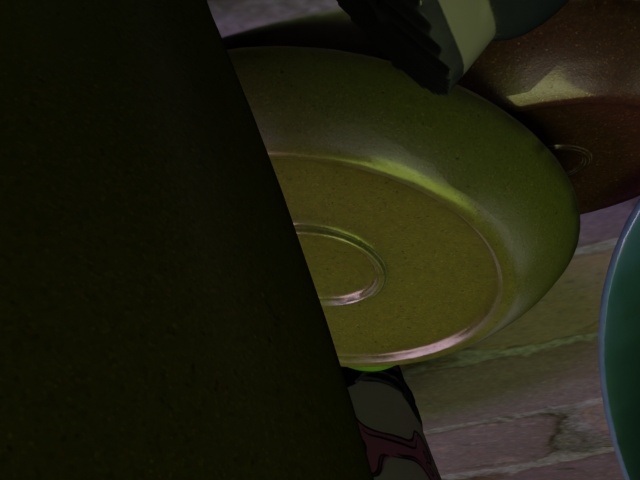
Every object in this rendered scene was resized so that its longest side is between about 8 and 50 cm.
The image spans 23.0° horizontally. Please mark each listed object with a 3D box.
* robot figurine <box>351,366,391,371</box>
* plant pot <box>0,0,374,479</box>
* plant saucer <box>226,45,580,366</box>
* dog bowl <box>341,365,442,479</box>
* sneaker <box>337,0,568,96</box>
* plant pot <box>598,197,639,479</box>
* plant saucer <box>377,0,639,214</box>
[{"bbox_3d":[0.029,0.034,0.892,0.101,0.067,0.115,3,158,0],"label":"robot figurine"},{"bbox_3d":[-0.145,0.051,0.501,0.367,0.353,0.366,-5,158,-2],"label":"plant pot"},{"bbox_3d":[0.000,0.000,0.744,0.241,0.037,0.241,7,148,5],"label":"plant saucer"},{"bbox_3d":[-0.111,0.159,1.065,0.408,0.150,0.408,-5,159,-2],"label":"dog bowl"},{"bbox_3d":[0.034,-0.171,0.370,0.131,0.112,0.319,-36,153,-9],"label":"sneaker"},{"bbox_3d":[0.320,0.056,0.754,0.235,0.293,0.293,-18,168,-35],"label":"plant pot"},{"bbox_3d":[0.105,-0.050,0.744,0.199,0.036,0.198,-6,159,-2],"label":"plant saucer"}]
